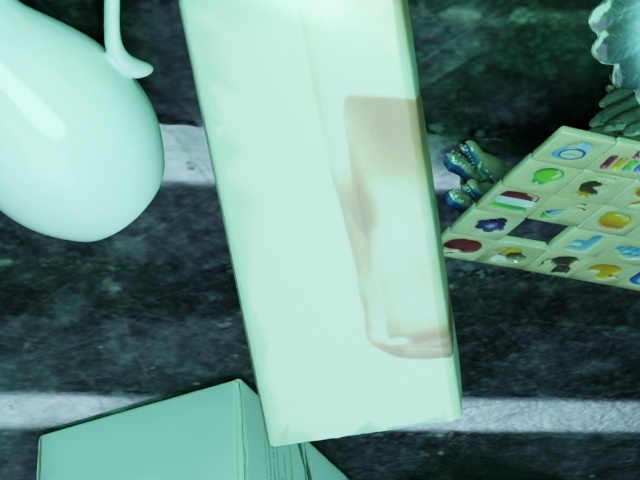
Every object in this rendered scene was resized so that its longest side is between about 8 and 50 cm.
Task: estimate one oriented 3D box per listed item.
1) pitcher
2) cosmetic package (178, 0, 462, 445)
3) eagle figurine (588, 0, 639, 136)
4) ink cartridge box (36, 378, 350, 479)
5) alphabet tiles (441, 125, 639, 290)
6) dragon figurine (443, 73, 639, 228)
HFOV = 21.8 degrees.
[{"bbox_3d":[-0.172,-0.107,1.075,0.177,0.125,0.207,-31,129,11],"label":"pitcher"},{"bbox_3d":[0.006,-0.041,1.039,0.129,0.153,0.296,-8,116,4],"label":"cosmetic package"},{"bbox_3d":[0.315,-0.144,0.998,0.298,0.225,0.226,7,125,14],"label":"eagle figurine"},{"bbox_3d":[-0.103,0.276,1.623,0.223,0.129,0.307,-17,144,18],"label":"ink cartridge box"},{"bbox_3d":[0.222,-0.013,1.163,0.237,0.009,0.198,10,153,-20],"label":"alphabet tiles"},{"bbox_3d":[0.230,-0.035,1.245,0.289,0.085,0.144,15,141,-26],"label":"dragon figurine"}]
